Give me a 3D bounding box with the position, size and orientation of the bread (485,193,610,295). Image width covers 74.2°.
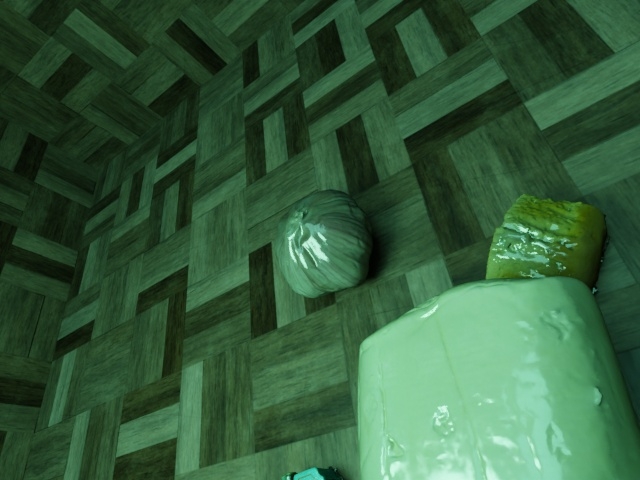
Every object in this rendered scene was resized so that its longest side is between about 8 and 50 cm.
[{"bbox_3d":[0.457,0.036,0.859,0.204,0.163,0.261,18,92,33],"label":"bread"}]

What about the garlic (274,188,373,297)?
[{"bbox_3d":[0.000,0.000,1.183,0.318,0.259,0.317,-15,60,28],"label":"garlic"}]

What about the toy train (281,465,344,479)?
[{"bbox_3d":[-0.017,0.618,0.941,0.163,0.112,0.203,-30,52,16],"label":"toy train"}]

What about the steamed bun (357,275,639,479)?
[{"bbox_3d":[0.290,0.283,0.760,0.456,0.290,0.370,-26,48,36],"label":"steamed bun"}]
